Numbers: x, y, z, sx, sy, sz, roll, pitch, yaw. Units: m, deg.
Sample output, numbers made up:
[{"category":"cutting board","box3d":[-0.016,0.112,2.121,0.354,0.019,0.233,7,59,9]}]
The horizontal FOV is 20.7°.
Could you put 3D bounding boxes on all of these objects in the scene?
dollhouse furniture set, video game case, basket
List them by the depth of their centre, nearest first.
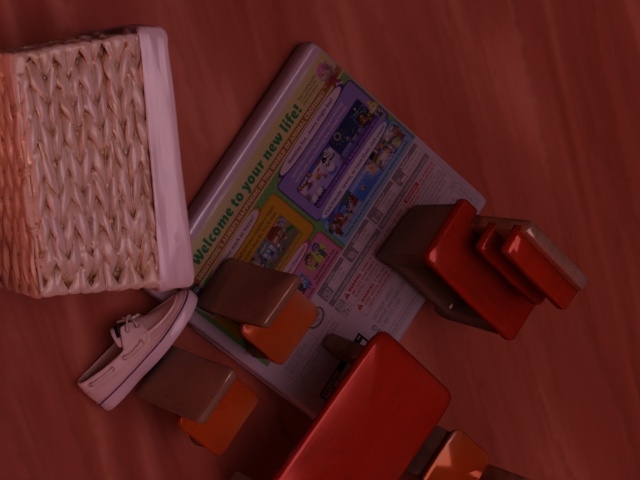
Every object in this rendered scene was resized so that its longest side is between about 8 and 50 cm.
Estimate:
[{"category":"basket","box3d":[-0.154,-0.047,1.104,0.103,0.113,0.167,-10,99,-27]},{"category":"dollhouse furniture set","box3d":[0.054,0.100,1.198,0.262,0.135,0.259,43,74,-28]},{"category":"video game case","box3d":[0.000,0.000,1.251,0.193,0.023,0.212,40,75,-27]}]

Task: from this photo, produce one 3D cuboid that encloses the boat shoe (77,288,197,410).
[{"category":"boat shoe","box3d":[-0.124,0.067,1.168,0.035,0.035,0.100,40,98,-17]}]
